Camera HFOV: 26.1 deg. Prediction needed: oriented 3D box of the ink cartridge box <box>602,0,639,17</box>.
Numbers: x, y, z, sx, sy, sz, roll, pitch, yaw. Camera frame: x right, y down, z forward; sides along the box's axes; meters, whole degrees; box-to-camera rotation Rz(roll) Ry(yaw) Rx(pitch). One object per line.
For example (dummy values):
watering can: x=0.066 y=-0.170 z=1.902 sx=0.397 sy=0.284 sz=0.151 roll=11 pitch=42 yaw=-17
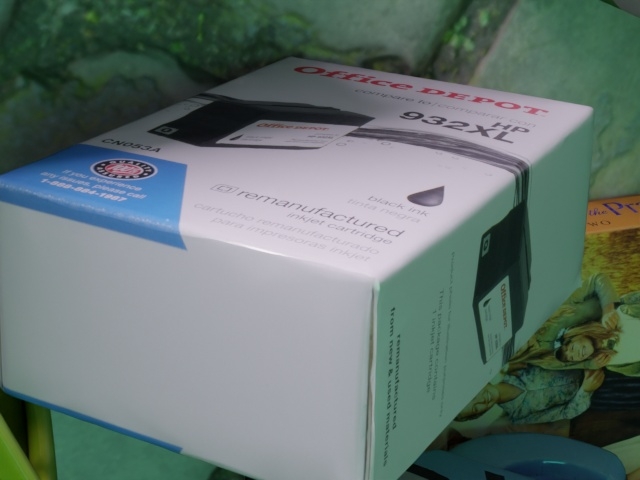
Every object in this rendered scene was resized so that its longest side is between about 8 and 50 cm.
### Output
ink cartridge box: x=0.269 y=-0.224 z=0.839 sx=0.201 sy=0.278 sz=0.117 roll=-43 pitch=120 yaw=1

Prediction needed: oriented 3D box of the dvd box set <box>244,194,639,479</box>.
dvd box set: x=0.147 y=0.124 z=1.073 sx=0.421 sy=0.062 sz=0.307 roll=-6 pitch=114 yaw=-19

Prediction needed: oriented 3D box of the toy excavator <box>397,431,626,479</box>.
toy excavator: x=0.227 y=0.241 z=1.011 sx=0.433 sy=0.445 sz=0.222 roll=15 pitch=114 yaw=16

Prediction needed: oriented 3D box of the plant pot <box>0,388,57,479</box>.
plant pot: x=-0.292 y=0.061 z=0.784 sx=0.207 sy=0.227 sz=0.228 roll=-25 pitch=120 yaw=-2

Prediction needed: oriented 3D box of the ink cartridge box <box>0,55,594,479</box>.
ink cartridge box: x=0.000 y=0.000 z=0.785 sx=0.307 sy=0.223 sz=0.129 roll=-34 pitch=131 yaw=-55
